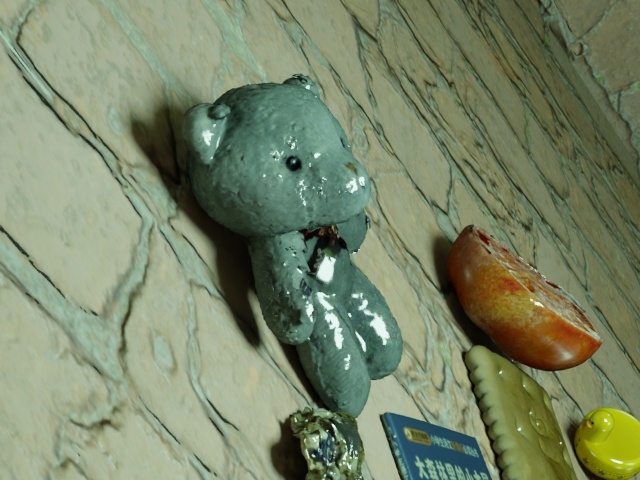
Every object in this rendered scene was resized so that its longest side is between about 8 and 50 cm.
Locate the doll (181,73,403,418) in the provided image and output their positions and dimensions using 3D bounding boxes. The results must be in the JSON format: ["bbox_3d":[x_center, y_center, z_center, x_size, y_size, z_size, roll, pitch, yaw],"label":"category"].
[{"bbox_3d":[0.005,-0.005,1.510,0.340,0.158,0.246,62,32,-8],"label":"doll"}]

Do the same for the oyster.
[{"bbox_3d":[0.013,0.190,1.432,0.148,0.051,0.103,-90,154,-71],"label":"oyster"}]

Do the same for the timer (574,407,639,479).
[{"bbox_3d":[0.405,0.275,2.180,0.107,0.109,0.107,10,45,-10],"label":"timer"}]

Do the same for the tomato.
[{"bbox_3d":[0.253,0.086,2.048,0.237,0.095,0.237,38,13,-11],"label":"tomato"}]

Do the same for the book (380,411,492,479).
[{"bbox_3d":[0.167,0.339,1.655,0.228,0.018,0.322,26,41,-58],"label":"book"}]

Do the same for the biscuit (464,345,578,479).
[{"bbox_3d":[0.276,0.293,1.945,0.217,0.044,0.325,38,30,-51],"label":"biscuit"}]
